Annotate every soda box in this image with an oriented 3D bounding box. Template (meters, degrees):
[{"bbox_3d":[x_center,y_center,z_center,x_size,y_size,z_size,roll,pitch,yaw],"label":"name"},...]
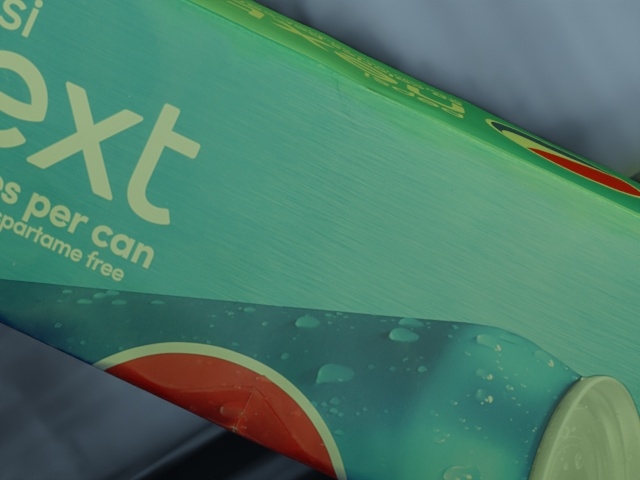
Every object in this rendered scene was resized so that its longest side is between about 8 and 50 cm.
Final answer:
[{"bbox_3d":[0.000,0.000,0.359,0.210,0.067,0.071,25,100,-2],"label":"soda box"}]
